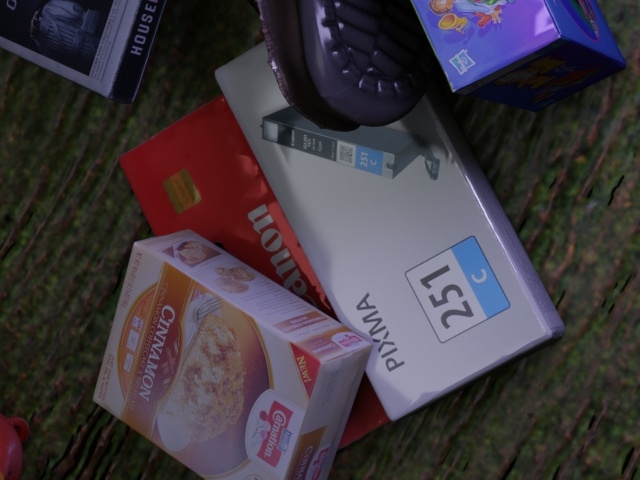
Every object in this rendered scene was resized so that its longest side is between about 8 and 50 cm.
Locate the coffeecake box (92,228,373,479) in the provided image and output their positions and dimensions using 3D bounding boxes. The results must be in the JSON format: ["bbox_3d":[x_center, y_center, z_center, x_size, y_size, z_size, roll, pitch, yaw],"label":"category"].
[{"bbox_3d":[-0.068,0.099,1.327,0.185,0.068,0.142,31,116,28],"label":"coffeecake box"}]

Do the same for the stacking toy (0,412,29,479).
[{"bbox_3d":[-0.324,0.287,1.388,0.309,0.130,0.279,-53,42,19],"label":"stacking toy"}]

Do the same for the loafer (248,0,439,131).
[{"bbox_3d":[-0.009,-0.207,1.264,0.130,0.133,0.366,-37,42,33],"label":"loafer"}]

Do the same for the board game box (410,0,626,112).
[{"bbox_3d":[0.082,-0.264,1.215,0.078,0.233,0.347,-26,82,18],"label":"board game box"}]

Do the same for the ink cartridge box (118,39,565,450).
[{"bbox_3d":[0.000,0.000,1.337,0.261,0.066,0.296,-30,81,16],"label":"ink cartridge box"}]

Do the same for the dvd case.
[{"bbox_3d":[-0.190,-0.220,1.365,0.238,0.029,0.179,26,100,45],"label":"dvd case"}]
